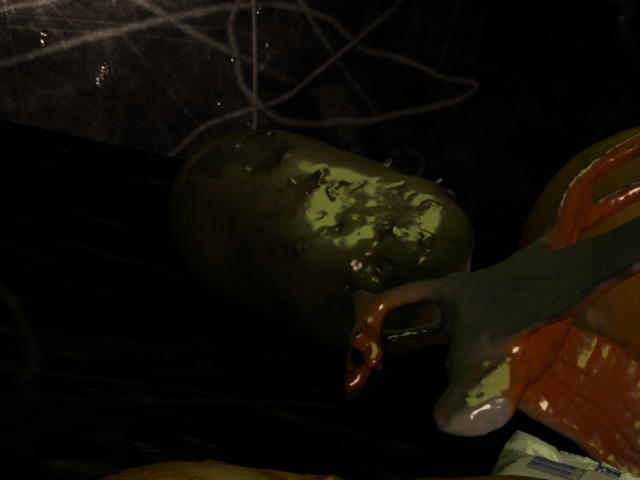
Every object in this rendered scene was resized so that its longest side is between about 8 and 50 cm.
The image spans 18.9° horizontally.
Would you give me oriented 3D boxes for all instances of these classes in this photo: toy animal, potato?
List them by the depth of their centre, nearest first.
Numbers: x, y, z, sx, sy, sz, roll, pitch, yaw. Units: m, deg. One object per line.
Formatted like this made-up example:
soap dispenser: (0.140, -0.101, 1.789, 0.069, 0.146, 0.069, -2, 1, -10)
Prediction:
toy animal: (0.151, 0.012, 1.236, 0.302, 0.225, 0.284, -13, 29, 2)
potato: (0.000, 0.000, 1.440, 0.262, 0.165, 0.165, 24, 11, 42)

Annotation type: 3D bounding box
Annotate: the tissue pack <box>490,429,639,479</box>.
tissue pack: (0.113, 0.136, 0.846, 0.122, 0.026, 0.193, 20, 20, 18)

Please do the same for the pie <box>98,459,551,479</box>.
pie: (0.041, 0.130, 0.669, 0.273, 0.069, 0.273, 10, 8, -1)

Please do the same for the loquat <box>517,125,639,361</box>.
loquat: (0.279, 0.030, 1.465, 0.263, 0.263, 0.263, 14, 6, -1)
